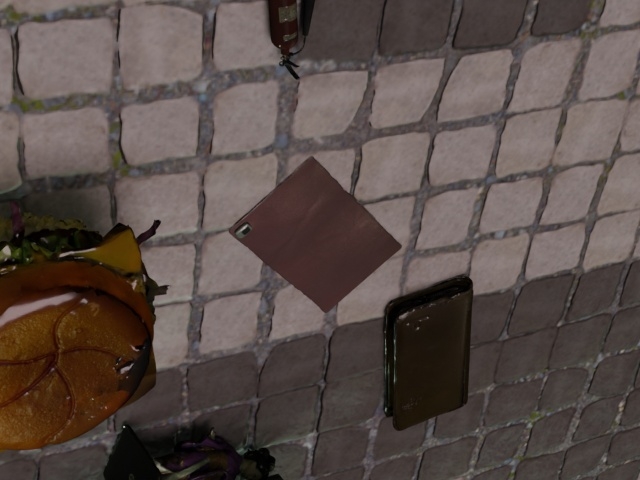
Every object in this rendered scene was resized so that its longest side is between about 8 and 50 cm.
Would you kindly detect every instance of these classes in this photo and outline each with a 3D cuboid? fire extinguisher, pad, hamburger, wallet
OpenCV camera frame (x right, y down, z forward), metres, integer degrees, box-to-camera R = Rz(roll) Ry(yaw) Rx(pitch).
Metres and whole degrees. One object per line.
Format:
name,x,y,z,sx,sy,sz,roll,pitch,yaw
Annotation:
fire extinguisher,-0.023,-0.195,1.026,0.046,0.032,0.100,-49,148,-40
pad,0.000,0.000,1.212,0.113,0.006,0.188,-42,136,5
hamburger,-0.250,0.073,1.024,0.262,0.138,0.243,-14,133,-21
wallet,0.127,0.135,1.384,0.110,0.031,0.198,-17,132,-18

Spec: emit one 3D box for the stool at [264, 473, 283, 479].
stool,-0.120,0.429,1.296,0.270,0.170,0.243,-14,103,-13

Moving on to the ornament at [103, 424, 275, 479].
ornament,-0.125,0.255,1.294,0.203,0.081,0.088,8,124,-37
